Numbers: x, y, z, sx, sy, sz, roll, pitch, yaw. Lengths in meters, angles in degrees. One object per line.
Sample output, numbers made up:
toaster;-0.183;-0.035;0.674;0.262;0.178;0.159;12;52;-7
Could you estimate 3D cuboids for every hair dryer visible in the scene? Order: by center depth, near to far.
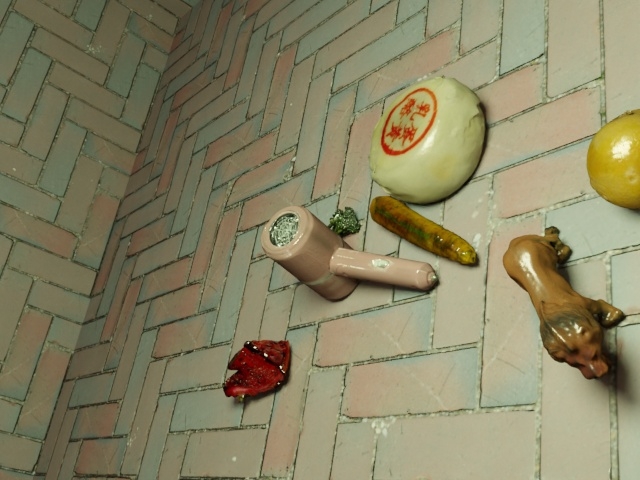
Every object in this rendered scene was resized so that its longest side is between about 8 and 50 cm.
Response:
hair dryer;0.069;0.035;1.356;0.353;0.210;0.125;7;67;40

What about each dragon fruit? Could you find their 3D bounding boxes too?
dragon fruit;-0.151;0.300;1.528;0.192;0.123;0.092;-39;55;28

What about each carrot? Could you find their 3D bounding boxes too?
carrot;0.197;-0.019;1.330;0.066;0.066;0.314;-60;36;3

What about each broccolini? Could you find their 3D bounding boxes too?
broccolini;0.001;0.002;1.581;0.216;0.067;0.058;-38;2;33

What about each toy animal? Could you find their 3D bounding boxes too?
toy animal;0.333;0.078;0.982;0.097;0.158;0.312;-45;38;23

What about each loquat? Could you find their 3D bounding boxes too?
loquat;0.447;-0.117;0.987;0.141;0.141;0.141;-33;43;37

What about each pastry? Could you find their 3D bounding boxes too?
pastry;0.207;-0.199;1.381;0.265;0.133;0.264;-39;37;37
